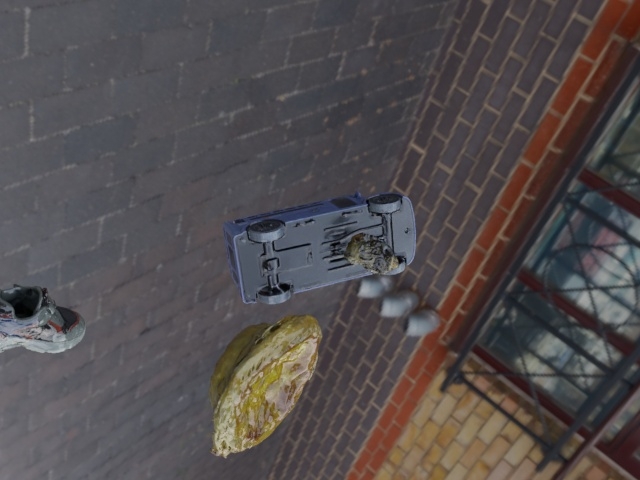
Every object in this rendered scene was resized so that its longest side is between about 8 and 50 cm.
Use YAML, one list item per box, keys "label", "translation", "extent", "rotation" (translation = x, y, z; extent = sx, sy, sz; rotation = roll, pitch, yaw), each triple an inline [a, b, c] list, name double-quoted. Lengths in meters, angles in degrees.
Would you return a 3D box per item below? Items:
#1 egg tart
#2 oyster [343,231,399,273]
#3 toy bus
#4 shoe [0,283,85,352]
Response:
- label: "egg tart"
  translation: [-0.129, 0.279, 1.479]
  extent: [0.341, 0.129, 0.341]
  rotation: [-47, 157, -27]
- label: "oyster"
  translation: [0.078, 0.022, 1.058]
  extent: [0.019, 0.083, 0.054]
  rotation: [-41, 154, -75]
- label: "toy bus"
  translation: [0.000, 0.000, 1.141]
  extent: [0.292, 0.133, 0.125]
  rotation: [-13, 113, -17]
- label: "shoe"
  translation: [-0.492, 0.118, 1.229]
  extent: [0.228, 0.099, 0.125]
  rotation: [6, 119, -56]
